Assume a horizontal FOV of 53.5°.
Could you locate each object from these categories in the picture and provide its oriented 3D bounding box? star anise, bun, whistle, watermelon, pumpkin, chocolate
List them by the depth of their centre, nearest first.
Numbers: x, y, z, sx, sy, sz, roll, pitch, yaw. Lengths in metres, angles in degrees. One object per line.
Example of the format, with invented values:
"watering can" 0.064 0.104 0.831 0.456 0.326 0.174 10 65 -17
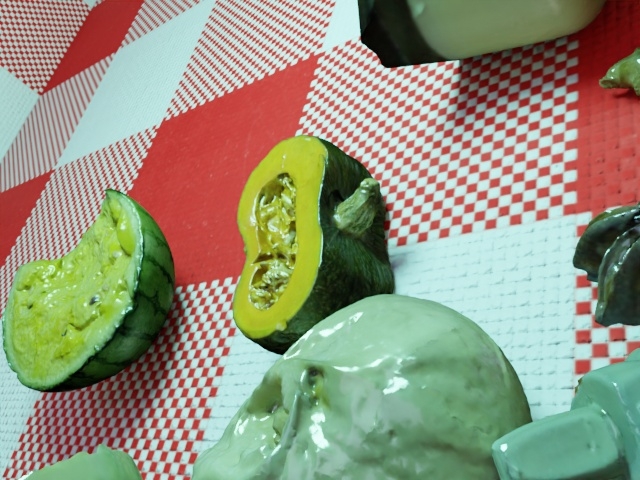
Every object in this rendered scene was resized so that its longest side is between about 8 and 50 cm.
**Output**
"whistle" 0.250 0.139 0.473 0.253 0.106 0.102 -12 35 -10
"star anise" 0.332 -0.006 0.544 0.236 0.093 0.229 -38 15 -15
"bun" 0.020 0.210 0.582 0.360 0.213 0.361 -27 43 28
"chocolate" 0.234 -0.397 0.794 0.296 0.325 0.315 7 108 48
"pumpkin" 0.000 0.000 0.835 0.221 0.139 0.317 -27 42 28
"watermelon" -0.352 0.097 1.055 0.330 0.189 0.331 -13 68 33

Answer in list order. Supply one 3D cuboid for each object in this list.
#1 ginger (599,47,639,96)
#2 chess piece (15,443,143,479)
"ginger" 0.416 -0.198 0.667 0.214 0.059 0.133 -31 46 23
"chess piece" -0.153 0.408 0.473 0.234 0.234 0.442 -41 64 9
